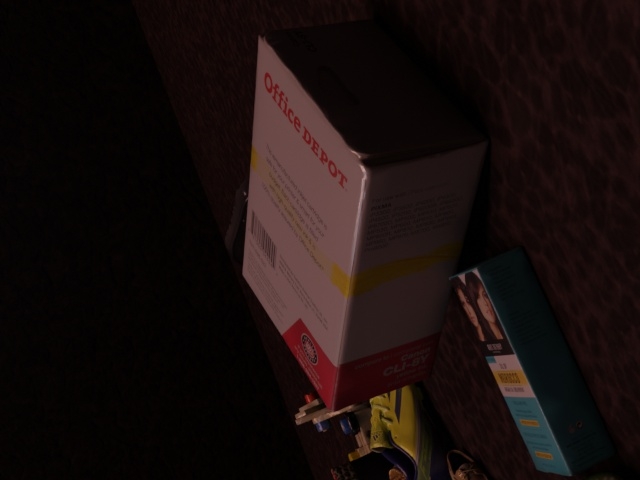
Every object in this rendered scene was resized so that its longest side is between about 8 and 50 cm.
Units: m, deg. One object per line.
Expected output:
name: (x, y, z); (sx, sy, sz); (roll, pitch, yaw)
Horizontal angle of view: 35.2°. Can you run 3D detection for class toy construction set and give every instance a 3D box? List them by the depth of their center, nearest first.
toy construction set: (0.088, 0.436, 2.092); (0.327, 0.151, 0.215); (54, 166, 8)

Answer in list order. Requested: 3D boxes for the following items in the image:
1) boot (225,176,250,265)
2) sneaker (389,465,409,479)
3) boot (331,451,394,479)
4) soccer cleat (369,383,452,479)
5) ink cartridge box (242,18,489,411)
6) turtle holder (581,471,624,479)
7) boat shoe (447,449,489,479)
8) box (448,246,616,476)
boot: (-0.029, 0.123, 2.038); (0.445, 0.146, 0.367); (57, 167, 20)
sneaker: (0.211, 0.429, 1.740); (0.185, 0.084, 0.069); (41, 148, 2)
boot: (0.141, 0.474, 1.818); (0.085, 0.179, 0.236); (97, 149, -66)
soccer cleat: (0.123, 0.295, 1.708); (0.289, 0.121, 0.093); (62, 167, 23)
ink cartridge box: (0.036, -0.032, 1.228); (0.279, 0.161, 0.384); (55, 150, 41)
turtle holder: (0.234, 0.369, 1.044); (0.320, 0.228, 0.243); (58, 156, 23)
boat shoe: (0.229, 0.366, 1.564); (0.045, 0.050, 0.135); (65, 168, -16)
box: (0.231, 0.134, 1.117); (0.244, 0.060, 0.100); (65, 167, 4)
